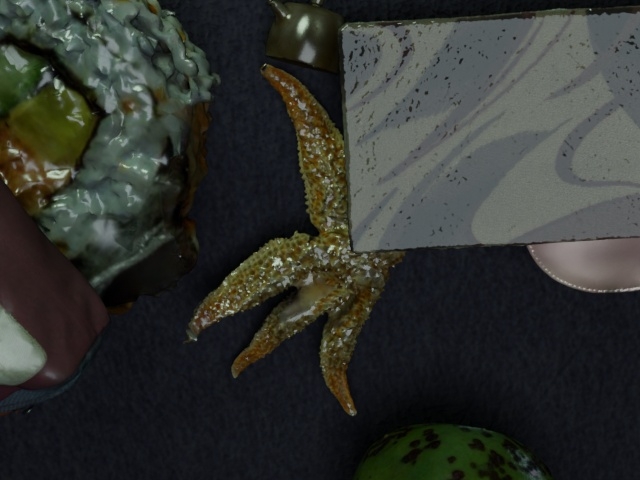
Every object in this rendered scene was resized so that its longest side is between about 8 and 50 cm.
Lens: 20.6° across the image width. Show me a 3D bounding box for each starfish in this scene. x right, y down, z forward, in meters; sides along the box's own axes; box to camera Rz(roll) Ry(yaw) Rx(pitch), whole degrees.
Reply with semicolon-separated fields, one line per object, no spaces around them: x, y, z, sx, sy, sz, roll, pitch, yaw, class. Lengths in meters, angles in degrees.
-0.008;0.026;1.729;0.301;0.084;0.293;32;100;-19;starfish

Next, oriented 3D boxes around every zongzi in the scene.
0.108;-0.045;1.676;0.104;0.052;0.113;-19;80;-21;zongzi

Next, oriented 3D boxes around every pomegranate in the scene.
0.148;0.300;1.757;0.271;0.254;0.254;5;110;-37;pomegranate

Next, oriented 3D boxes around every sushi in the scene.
-0.290;-0.109;1.615;0.418;0.176;0.417;1;111;2;sushi

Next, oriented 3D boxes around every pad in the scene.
0.184;-0.104;1.637;0.330;0.004;0.220;-4;96;2;pad

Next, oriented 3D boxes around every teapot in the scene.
-0.004;-0.197;1.667;0.121;0.076;0.068;12;93;-36;teapot

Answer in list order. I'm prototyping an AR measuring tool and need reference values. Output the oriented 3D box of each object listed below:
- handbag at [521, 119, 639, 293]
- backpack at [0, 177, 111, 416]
0.286;-0.051;1.714;0.205;0.116;0.179;-10;108;-1;handbag
-0.366;0.052;1.486;0.317;0.197;0.283;-28;106;33;backpack
